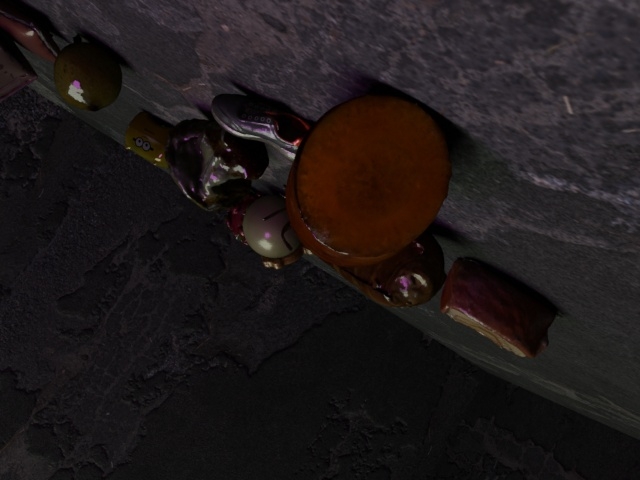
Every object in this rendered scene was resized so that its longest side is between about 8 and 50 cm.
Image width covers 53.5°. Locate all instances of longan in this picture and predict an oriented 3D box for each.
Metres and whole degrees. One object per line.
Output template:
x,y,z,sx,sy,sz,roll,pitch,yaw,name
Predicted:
-0.512,-0.370,1.392,0.155,0.145,0.176,-18,92,53,longan

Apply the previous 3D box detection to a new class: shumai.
-0.196,-0.197,1.376,0.222,0.204,0.272,37,-154,-33,shumai

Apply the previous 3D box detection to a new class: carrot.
0.045,-0.057,0.868,0.193,0.214,0.331,33,177,-3,carrot

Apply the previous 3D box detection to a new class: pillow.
-0.692,-0.496,1.483,0.171,0.075,0.179,31,173,2,pillow

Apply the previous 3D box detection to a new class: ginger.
0.131,0.031,1.325,0.254,0.176,0.418,26,180,-34,ginger

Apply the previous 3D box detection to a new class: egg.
-0.140,-0.045,1.907,0.186,0.186,0.241,33,-175,-16,egg

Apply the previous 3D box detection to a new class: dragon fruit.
-0.211,-0.066,2.146,0.273,0.198,0.218,18,121,61,dragon fruit

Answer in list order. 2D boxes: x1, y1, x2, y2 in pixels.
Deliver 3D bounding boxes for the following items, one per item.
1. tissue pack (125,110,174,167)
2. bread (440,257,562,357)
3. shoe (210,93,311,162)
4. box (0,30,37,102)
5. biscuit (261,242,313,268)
-0.493,-0.294,1.906,0.178,0.127,0.123,30,176,15,tissue pack
0.364,0.143,1.312,0.244,0.123,0.190,29,172,10,bread
-0.090,-0.199,1.047,0.194,0.074,0.077,28,162,3,shoe
-0.870,-0.467,1.487,0.297,0.225,0.190,53,174,8,box
-0.086,0.013,2.010,0.184,0.249,0.035,27,138,51,biscuit
